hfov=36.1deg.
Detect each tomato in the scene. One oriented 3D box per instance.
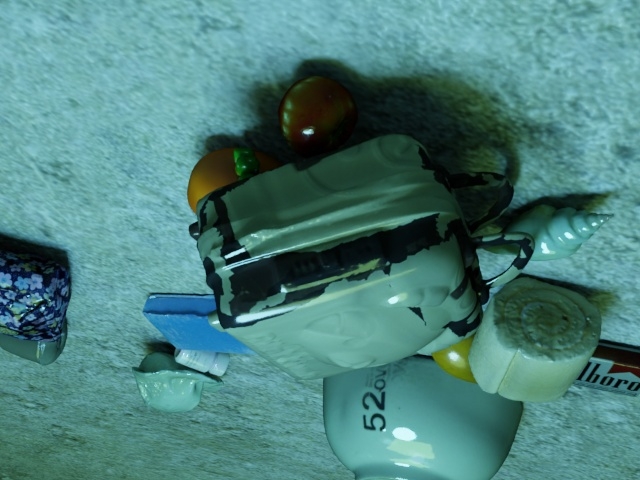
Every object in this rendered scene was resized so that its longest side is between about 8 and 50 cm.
[{"bbox_3d":[-0.006,-0.129,1.007,0.075,0.087,0.087,40,161,24],"label":"tomato"}]

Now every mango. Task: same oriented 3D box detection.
[{"bbox_3d":[0.232,0.171,1.444,0.102,0.085,0.184,7,165,47],"label":"mango"}]

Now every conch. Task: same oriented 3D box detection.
[{"bbox_3d":[0.265,-0.013,1.132,0.180,0.088,0.065,-13,99,50],"label":"conch"}]

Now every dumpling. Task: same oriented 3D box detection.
[{"bbox_3d":[-0.264,0.269,1.787,0.152,0.108,0.219,25,178,23],"label":"dumpling"}]

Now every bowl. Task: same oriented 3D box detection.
[{"bbox_3d":[0.160,0.348,1.688,0.354,0.185,0.354,11,152,6],"label":"bowl"}]

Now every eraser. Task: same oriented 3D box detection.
[{"bbox_3d":[-0.120,0.139,1.580,0.312,0.043,0.144,1,150,22],"label":"eraser"}]

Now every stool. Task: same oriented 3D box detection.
[{"bbox_3d":[-0.513,0.167,1.747,0.110,0.096,0.096,16,152,8],"label":"stool"}]

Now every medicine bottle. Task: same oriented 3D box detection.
[{"bbox_3d":[-0.207,0.203,1.721,0.089,0.052,0.052,25,150,-20],"label":"medicine bottle"}]

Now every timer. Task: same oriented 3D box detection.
[{"bbox_3d":[-0.090,-0.063,1.149,0.136,0.099,0.136,-1,144,-1],"label":"timer"}]

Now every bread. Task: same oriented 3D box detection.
[{"bbox_3d":[0.281,0.132,1.300,0.148,0.134,0.141,3,148,-3],"label":"bread"}]

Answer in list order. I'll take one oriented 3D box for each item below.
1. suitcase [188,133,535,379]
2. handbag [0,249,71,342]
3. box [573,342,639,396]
[{"bbox_3d":[0.063,0.032,1.072,0.339,0.194,0.351,-16,159,9],"label":"suitcase"},{"bbox_3d":[-0.501,0.076,1.544,0.208,0.127,0.229,15,160,-5],"label":"handbag"},{"bbox_3d":[0.392,0.181,1.443,0.177,0.036,0.115,11,152,5],"label":"box"}]
